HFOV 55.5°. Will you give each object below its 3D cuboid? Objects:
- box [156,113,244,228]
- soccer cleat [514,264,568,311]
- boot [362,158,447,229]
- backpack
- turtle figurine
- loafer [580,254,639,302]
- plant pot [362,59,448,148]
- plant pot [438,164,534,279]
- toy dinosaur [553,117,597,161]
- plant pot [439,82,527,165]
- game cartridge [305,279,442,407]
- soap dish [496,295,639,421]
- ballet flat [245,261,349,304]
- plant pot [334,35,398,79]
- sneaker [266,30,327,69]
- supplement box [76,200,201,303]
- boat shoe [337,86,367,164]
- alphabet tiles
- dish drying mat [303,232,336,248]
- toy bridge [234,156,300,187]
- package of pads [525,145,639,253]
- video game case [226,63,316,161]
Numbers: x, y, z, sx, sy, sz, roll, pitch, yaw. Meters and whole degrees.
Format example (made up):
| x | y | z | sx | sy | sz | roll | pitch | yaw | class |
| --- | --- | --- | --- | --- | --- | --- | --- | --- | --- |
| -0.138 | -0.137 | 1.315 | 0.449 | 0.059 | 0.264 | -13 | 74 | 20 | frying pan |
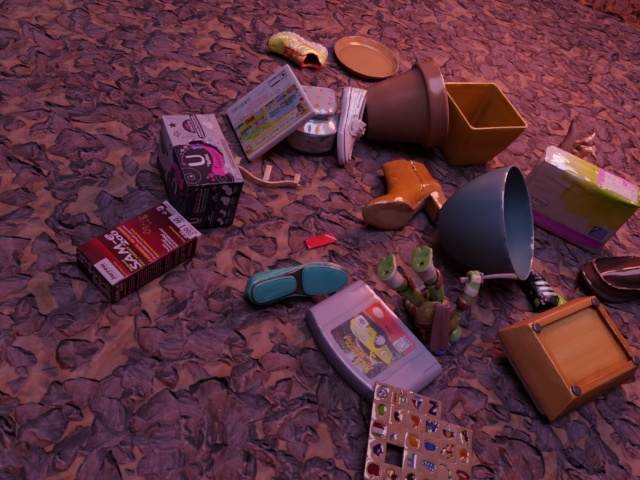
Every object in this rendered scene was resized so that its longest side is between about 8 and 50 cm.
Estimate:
| x | y | z | sx | sy | sz | roll | pitch | yaw | class |
| --- | --- | --- | --- | --- | --- | --- | --- | --- | --- |
| -0.303 | -0.172 | 1.487 | 0.142 | 0.163 | 0.247 | -9 | 54 | -27 | box |
| 0.573 | 0.136 | 1.599 | 0.072 | 0.060 | 0.179 | -33 | 70 | -36 | soccer cleat |
| 0.208 | -0.139 | 1.691 | 0.295 | 0.104 | 0.211 | -3 | 47 | -28 | boot |
| -0.026 | -0.350 | 1.753 | 0.165 | 0.144 | 0.189 | 4 | 59 | -14 | backpack |
| 0.264 | 0.098 | 1.415 | 0.275 | 0.266 | 0.197 | -52 | 36 | -12 | turtle figurine |
| 0.899 | 0.085 | 1.705 | 0.365 | 0.130 | 0.134 | 1 | 51 | -18 | loafer |
| 0.241 | -0.400 | 1.840 | 0.229 | 0.263 | 0.263 | -8 | 52 | -3 | plant pot |
| 0.421 | -0.037 | 1.579 | 0.195 | 0.290 | 0.290 | -6 | 37 | 32 | plant pot |
| 0.720 | -0.236 | 1.824 | 0.200 | 0.296 | 0.127 | -3 | 63 | 24 | toy dinosaur |
| 0.469 | -0.350 | 1.892 | 0.212 | 0.187 | 0.212 | -7 | 54 | -23 | plant pot |
| 0.110 | 0.234 | 1.360 | 0.196 | 0.060 | 0.294 | -29 | 65 | -31 | game cartridge |
| 0.591 | 0.263 | 1.434 | 0.290 | 0.118 | 0.229 | -15 | 66 | -28 | soap dish |
| -0.059 | 0.089 | 1.404 | 0.247 | 0.083 | 0.087 | -9 | 19 | -23 | ballet flat |
| 0.159 | -0.637 | 2.137 | 0.236 | 0.032 | 0.236 | 9 | 49 | -11 | plant pot |
| -0.075 | -0.623 | 2.011 | 0.208 | 0.081 | 0.094 | 11 | 50 | -10 | sneaker |
| -0.400 | 0.020 | 1.352 | 0.130 | 0.073 | 0.239 | 41 | 51 | 16 | supplement box |
| 0.093 | -0.328 | 1.741 | 0.075 | 0.227 | 0.083 | 5 | 3 | 10 | boat shoe |
| 0.205 | 0.412 | 1.232 | 0.237 | 0.009 | 0.198 | 21 | 55 | -13 | alphabet tiles |
| 0.000 | 0.000 | 1.550 | 0.083 | 0.008 | 0.032 | -14 | 57 | -29 | dish drying mat |
| -0.145 | -0.173 | 1.637 | 0.188 | 0.026 | 0.063 | 16 | 50 | -6 | toy bridge |
| 0.732 | -0.118 | 1.755 | 0.296 | 0.229 | 0.101 | 26 | 47 | 5 | package of pads |
| -0.142 | -0.357 | 1.697 | 0.227 | 0.026 | 0.206 | -34 | 58 | 12 | video game case |
